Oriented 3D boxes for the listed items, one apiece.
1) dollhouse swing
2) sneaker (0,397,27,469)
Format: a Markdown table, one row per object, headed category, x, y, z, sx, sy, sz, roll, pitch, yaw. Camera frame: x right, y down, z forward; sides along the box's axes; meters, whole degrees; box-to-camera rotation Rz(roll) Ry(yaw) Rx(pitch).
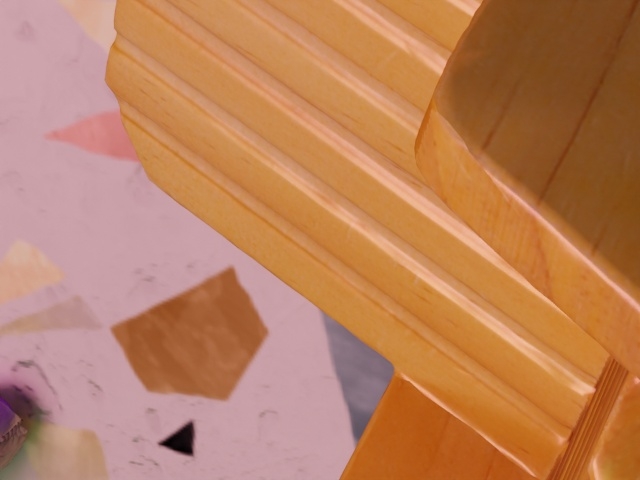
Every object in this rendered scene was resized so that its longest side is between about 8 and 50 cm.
| category | x | y | z | sx | sy | sz | roll | pitch | yaw |
| --- | --- | --- | --- | --- | --- | --- | --- | --- | --- |
| dollhouse swing | 0.000 | 0.000 | 0.764 | 0.305 | 0.315 | 0.347 | 25 | 138 | 7 |
| sneaker | -0.305 | 0.126 | 1.163 | 0.293 | 0.102 | 0.146 | -26 | 100 | 39 |
